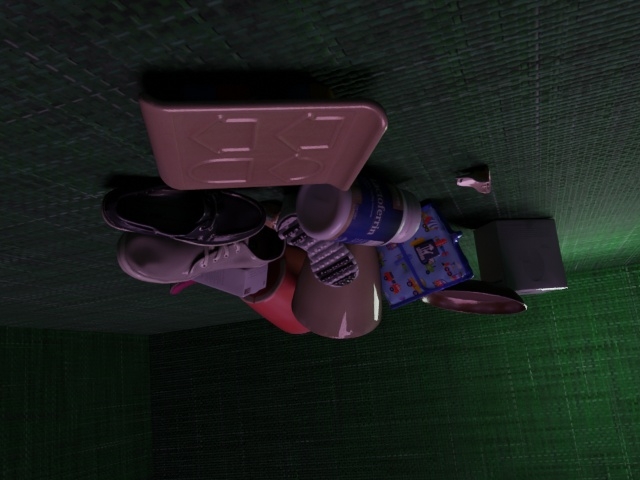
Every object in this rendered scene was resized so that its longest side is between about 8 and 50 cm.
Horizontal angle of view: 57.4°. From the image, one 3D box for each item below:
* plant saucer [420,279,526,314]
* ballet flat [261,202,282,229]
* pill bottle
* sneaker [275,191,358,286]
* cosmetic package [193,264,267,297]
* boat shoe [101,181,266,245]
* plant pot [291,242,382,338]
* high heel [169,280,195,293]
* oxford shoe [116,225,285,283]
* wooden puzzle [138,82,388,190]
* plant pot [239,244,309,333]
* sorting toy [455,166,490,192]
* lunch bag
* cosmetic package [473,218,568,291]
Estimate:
[{"bbox_3d":[0.456,0.168,1.752,0.311,0.050,0.310,9,164,3],"label":"plant saucer"},{"bbox_3d":[-0.074,-0.041,1.447,0.067,0.073,0.206,38,-164,34],"label":"ballet flat"},{"bbox_3d":[0.090,-0.067,1.263,0.265,0.153,0.153,6,162,-44],"label":"pill bottle"},{"bbox_3d":[0.000,0.000,1.379,0.110,0.118,0.292,-27,130,14],"label":"sneaker"},{"bbox_3d":[-0.271,0.075,1.605,0.231,0.085,0.117,14,-164,23],"label":"cosmetic package"},{"bbox_3d":[-0.266,-0.060,1.193,0.340,0.127,0.113,9,174,-20],"label":"boat shoe"},{"bbox_3d":[0.059,0.076,1.572,0.257,0.256,0.274,-2,123,-15],"label":"plant pot"},{"bbox_3d":[-0.453,0.135,2.017,0.117,0.082,0.244,9,150,-17],"label":"high heel"},{"bbox_3d":[-0.261,0.005,1.390,0.449,0.169,0.130,-3,171,-44],"label":"oxford shoe"},{"bbox_3d":[-0.097,-0.166,0.949,0.348,0.080,0.322,1,165,-9],"label":"wooden puzzle"},{"bbox_3d":[-0.120,0.130,1.809,0.275,0.274,0.243,-14,154,29],"label":"plant pot"},{"bbox_3d":[0.345,-0.138,1.324,0.075,0.044,0.083,-2,169,17],"label":"sorting toy"},{"bbox_3d":[0.279,0.033,1.595,0.138,0.220,0.293,-23,175,-40],"label":"lunch bag"},{"bbox_3d":[0.627,0.055,1.845,0.224,0.224,0.138,-1,168,-18],"label":"cosmetic package"}]
